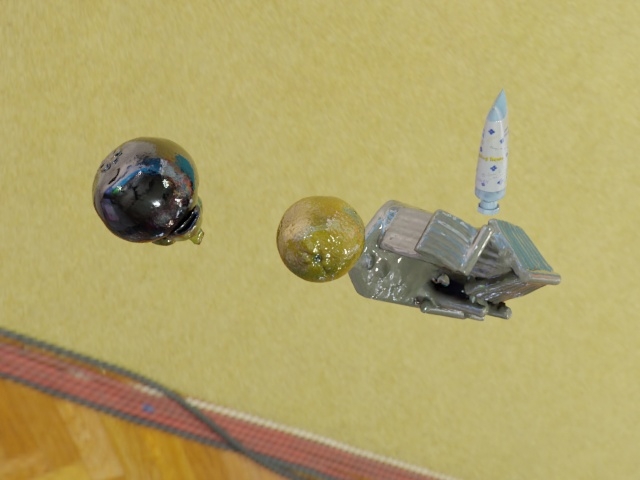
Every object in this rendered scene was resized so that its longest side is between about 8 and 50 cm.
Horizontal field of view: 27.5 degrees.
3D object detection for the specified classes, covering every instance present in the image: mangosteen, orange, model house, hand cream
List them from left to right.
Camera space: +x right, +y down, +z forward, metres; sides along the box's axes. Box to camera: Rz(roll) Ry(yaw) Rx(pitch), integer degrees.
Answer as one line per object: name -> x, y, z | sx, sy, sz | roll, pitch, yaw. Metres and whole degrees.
mangosteen -> -0.190, -0.048, 1.517 | 0.137, 0.137, 0.151 | -39, 118, 8
orange -> 0.000, 0.000, 1.245 | 0.085, 0.095, 0.085 | 2, 118, 5
model house -> 0.163, 0.028, 1.512 | 0.229, 0.188, 0.122 | 19, 80, -49
hand cream -> 0.233, -0.115, 1.758 | 0.043, 0.065, 0.171 | 10, 121, 13
